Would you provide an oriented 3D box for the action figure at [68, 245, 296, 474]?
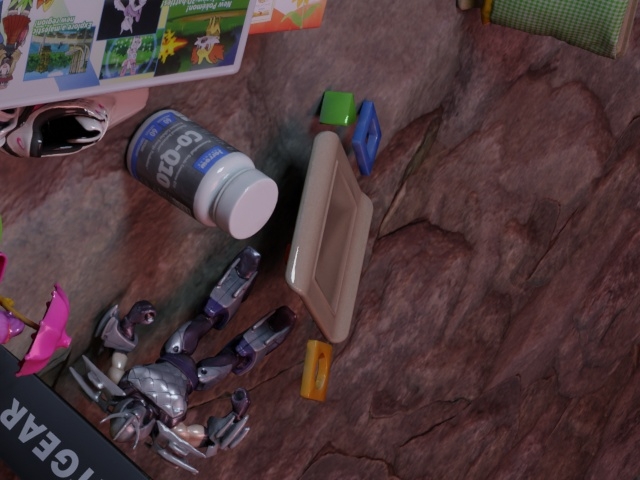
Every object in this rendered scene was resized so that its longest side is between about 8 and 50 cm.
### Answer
[{"bbox_3d":[-0.135,0.124,1.747,0.099,0.185,0.285,-41,-178,40],"label":"action figure"}]

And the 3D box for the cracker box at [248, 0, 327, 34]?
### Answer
[{"bbox_3d":[-0.049,-0.301,1.526,0.156,0.067,0.232,-11,129,-40],"label":"cracker box"}]

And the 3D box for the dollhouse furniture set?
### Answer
[{"bbox_3d":[0.236,-0.306,1.812,0.151,0.198,0.301,-52,157,-42],"label":"dollhouse furniture set"}]

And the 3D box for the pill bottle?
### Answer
[{"bbox_3d":[-0.111,-0.061,1.615,0.078,0.137,0.078,-37,145,-32],"label":"pill bottle"}]

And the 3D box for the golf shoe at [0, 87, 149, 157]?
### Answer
[{"bbox_3d":[-0.209,-0.104,1.480,0.186,0.086,0.067,-23,135,-47],"label":"golf shoe"}]

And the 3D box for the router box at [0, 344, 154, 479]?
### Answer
[{"bbox_3d":[-0.197,0.243,1.610,0.081,0.309,0.243,-48,150,-9],"label":"router box"}]

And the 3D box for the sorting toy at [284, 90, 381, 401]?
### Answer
[{"bbox_3d":[0.000,0.000,1.840,0.196,0.047,0.347,55,43,-64],"label":"sorting toy"}]

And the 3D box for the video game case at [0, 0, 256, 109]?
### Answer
[{"bbox_3d":[-0.148,-0.253,1.317,0.329,0.036,0.299,-16,129,-49],"label":"video game case"}]

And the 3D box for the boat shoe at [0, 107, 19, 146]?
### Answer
[{"bbox_3d":[-0.283,-0.111,1.361,0.095,0.084,0.258,12,108,-59],"label":"boat shoe"}]

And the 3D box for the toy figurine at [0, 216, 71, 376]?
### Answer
[{"bbox_3d":[-0.288,0.051,1.437,0.173,0.159,0.130,-9,126,-52],"label":"toy figurine"}]
